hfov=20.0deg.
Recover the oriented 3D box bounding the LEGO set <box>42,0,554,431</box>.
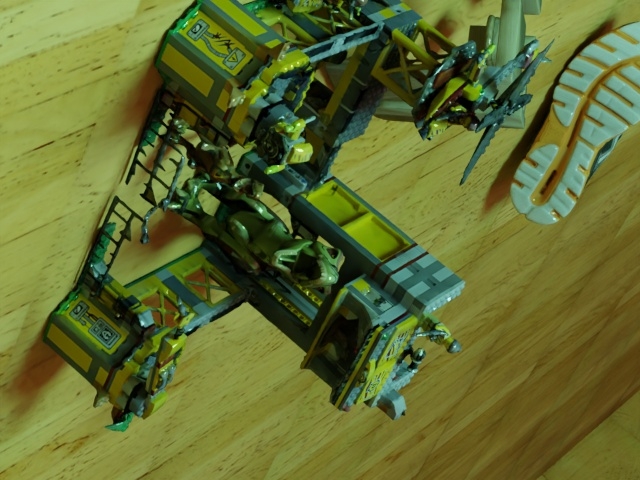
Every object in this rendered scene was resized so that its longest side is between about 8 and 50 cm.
[{"bbox_3d":[0.000,0.000,1.102,0.255,0.192,0.331,-21,146,-57],"label":"LEGO set"}]

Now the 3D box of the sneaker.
[{"bbox_3d":[0.248,-0.116,1.673,0.215,0.084,0.083,-55,175,25],"label":"sneaker"}]

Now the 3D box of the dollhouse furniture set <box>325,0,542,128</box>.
[{"bbox_3d":[0.084,-0.161,1.257,0.144,0.123,0.151,55,40,-72],"label":"dollhouse furniture set"}]
